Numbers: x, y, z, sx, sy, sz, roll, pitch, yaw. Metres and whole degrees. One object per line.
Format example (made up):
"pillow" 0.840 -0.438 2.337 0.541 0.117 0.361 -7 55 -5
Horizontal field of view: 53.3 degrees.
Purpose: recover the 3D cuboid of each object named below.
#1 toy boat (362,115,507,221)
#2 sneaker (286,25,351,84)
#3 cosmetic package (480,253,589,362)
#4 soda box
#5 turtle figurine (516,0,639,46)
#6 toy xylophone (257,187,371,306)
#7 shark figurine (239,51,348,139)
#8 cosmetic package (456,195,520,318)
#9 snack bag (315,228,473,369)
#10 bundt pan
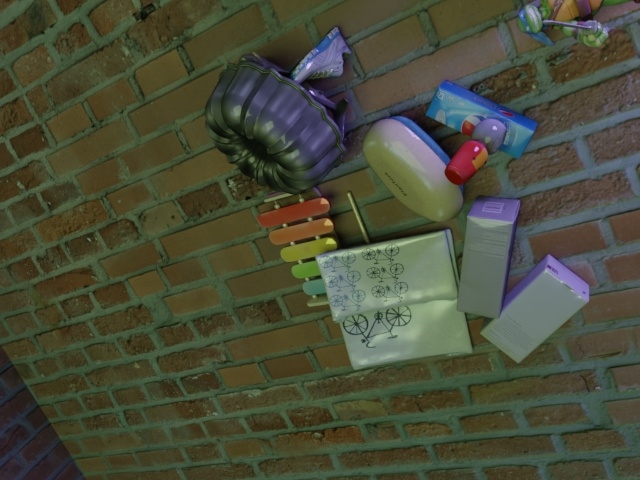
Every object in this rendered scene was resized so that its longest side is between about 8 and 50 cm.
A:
"toy boat" 0.240 -0.162 1.299 0.267 0.148 0.318 48 162 -16
"sneaker" 0.004 -0.364 1.327 0.083 0.191 0.071 47 152 -14
"cosmetic package" 0.474 0.154 1.421 0.117 0.085 0.231 38 122 3
"soda box" 0.326 -0.247 1.295 0.210 0.071 0.067 27 123 10
"turtle figurine" 0.456 -0.432 1.046 0.266 0.198 0.275 -22 147 14
"toy xylophone" 0.000 0.000 1.564 0.236 0.081 0.323 -21 104 31
"shark figurine" -0.072 -0.318 1.420 0.278 0.166 0.116 25 101 -19
"cosmetic package" 0.364 0.036 1.387 0.107 0.127 0.238 8 119 21
"snack bag" 0.181 0.156 1.533 0.322 0.037 0.343 -11 111 10
"bundt pan" -0.116 -0.222 1.381 0.330 0.124 0.331 29 158 13
